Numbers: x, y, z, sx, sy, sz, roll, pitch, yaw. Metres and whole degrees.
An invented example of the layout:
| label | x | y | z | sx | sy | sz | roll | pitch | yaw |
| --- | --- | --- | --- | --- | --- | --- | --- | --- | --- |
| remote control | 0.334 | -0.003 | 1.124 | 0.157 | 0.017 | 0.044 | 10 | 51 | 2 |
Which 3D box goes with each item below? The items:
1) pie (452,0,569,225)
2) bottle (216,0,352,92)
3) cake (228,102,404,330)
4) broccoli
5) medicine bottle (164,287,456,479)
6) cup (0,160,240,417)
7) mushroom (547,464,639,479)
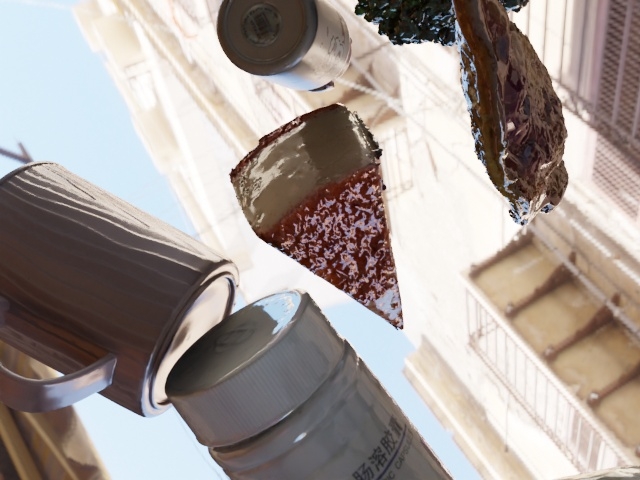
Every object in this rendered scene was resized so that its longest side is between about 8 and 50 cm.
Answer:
| label | x | y | z | sx | sy | sz | roll | pitch | yaw |
| --- | --- | --- | --- | --- | --- | --- | --- | --- | --- |
| pie | 0.079 | -0.051 | 0.362 | 0.034 | 0.170 | 0.092 | -9 | -91 | 20 |
| bottle | -0.027 | -0.223 | 0.994 | 0.110 | 0.233 | 0.109 | 1 | -87 | 14 |
| cake | 0.000 | 0.000 | 1.038 | 0.160 | 0.262 | 0.158 | -18 | -144 | -6 |
| broccoli | 0.127 | -0.319 | 0.825 | 0.199 | 0.274 | 0.177 | -3 | -166 | -13 |
| medicine bottle | 0.002 | 0.225 | 0.966 | 0.190 | 0.332 | 0.190 | -35 | -166 | 10 |
| cup | -0.263 | 0.053 | 0.989 | 0.273 | 0.288 | 0.208 | 27 | -85 | 13 |
| mushroom | 0.166 | 0.218 | 0.680 | 0.223 | 0.092 | 0.081 | -16 | -113 | 34 |
